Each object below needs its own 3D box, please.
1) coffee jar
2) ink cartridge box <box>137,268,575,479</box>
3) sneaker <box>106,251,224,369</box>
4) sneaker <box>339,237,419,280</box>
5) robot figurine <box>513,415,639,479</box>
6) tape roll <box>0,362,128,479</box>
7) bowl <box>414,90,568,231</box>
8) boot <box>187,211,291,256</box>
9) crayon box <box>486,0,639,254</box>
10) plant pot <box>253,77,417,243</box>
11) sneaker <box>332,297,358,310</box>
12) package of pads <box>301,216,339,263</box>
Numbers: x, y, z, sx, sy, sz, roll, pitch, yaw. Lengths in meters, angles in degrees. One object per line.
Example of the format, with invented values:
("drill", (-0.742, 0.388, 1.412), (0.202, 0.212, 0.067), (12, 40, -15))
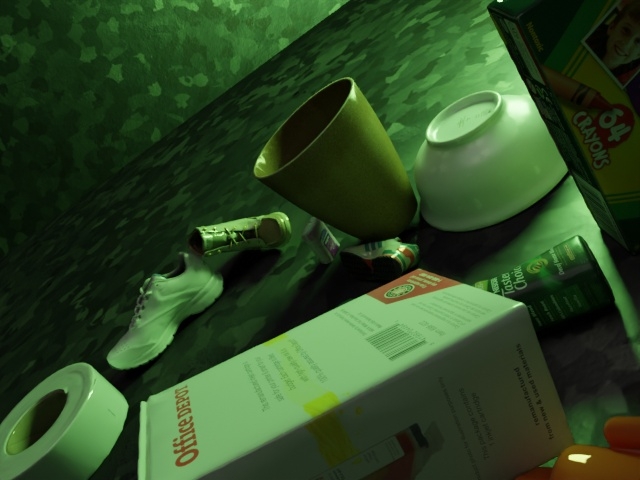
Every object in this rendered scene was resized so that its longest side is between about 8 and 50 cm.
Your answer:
("coffee jar", (0.269, 0.073, 0.887), (0.184, 0.079, 0.096), (-29, 28, 18))
("ink cartridge box", (0.017, 0.193, 0.746), (0.384, 0.160, 0.279), (-24, 11, -10))
("sneaker", (-0.346, 0.145, 1.472), (0.297, 0.129, 0.111), (-47, 30, -17))
("sneaker", (0.104, 0.028, 1.203), (0.075, 0.057, 0.161), (-33, 20, -31))
("robot figurine", (0.267, 0.234, 0.560), (0.219, 0.128, 0.158), (-2, 45, 37))
("tape roll", (-0.513, 0.376, 1.338), (0.286, 0.100, 0.286), (-29, 27, 17))
("bowl", (0.273, -0.162, 1.199), (0.297, 0.134, 0.298), (-29, 28, 17))
("boot", (-0.175, -0.009, 1.480), (0.165, 0.077, 0.213), (-9, 1, -36))
("crayon box", (0.425, -0.214, 0.834), (0.313, 0.363, 0.106), (-34, 27, 8))
("plant pot", (0.050, -0.116, 1.246), (0.237, 0.254, 0.237), (-37, 25, 21))
("sneaker", (0.002, 0.177, 1.000), (0.126, 0.127, 0.321), (-20, 29, 33))
("package of pads", (0.000, 0.000, 1.329), (0.032, 0.083, 0.050), (-7, 42, 38))
